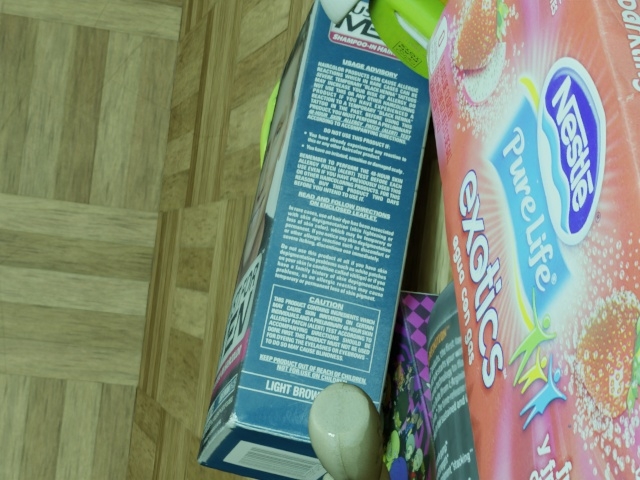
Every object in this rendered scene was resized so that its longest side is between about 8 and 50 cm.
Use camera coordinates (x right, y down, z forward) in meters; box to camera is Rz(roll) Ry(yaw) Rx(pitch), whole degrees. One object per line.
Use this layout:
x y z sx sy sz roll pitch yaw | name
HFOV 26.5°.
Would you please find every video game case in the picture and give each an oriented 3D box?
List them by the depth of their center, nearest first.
0.057 0.188 0.955 0.232 0.042 0.210 -99 23 -49 | video game case

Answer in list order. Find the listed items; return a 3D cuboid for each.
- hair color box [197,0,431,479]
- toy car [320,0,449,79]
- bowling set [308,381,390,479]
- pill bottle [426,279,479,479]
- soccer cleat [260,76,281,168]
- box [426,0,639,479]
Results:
0.000 0.000 1.030 0.174 0.105 0.347 125 158 -67 | hair color box
0.098 -0.161 0.816 0.136 0.159 0.182 -51 4 -19 | toy car
0.033 0.159 0.735 0.154 0.200 0.287 77 -165 -56 | bowling set
0.114 0.088 0.600 0.130 0.130 0.245 118 155 -54 | pill bottle
-0.017 -0.038 1.261 0.121 0.093 0.289 122 152 -73 | soccer cleat
0.143 -0.002 0.495 0.142 0.154 0.300 115 158 -50 | box
